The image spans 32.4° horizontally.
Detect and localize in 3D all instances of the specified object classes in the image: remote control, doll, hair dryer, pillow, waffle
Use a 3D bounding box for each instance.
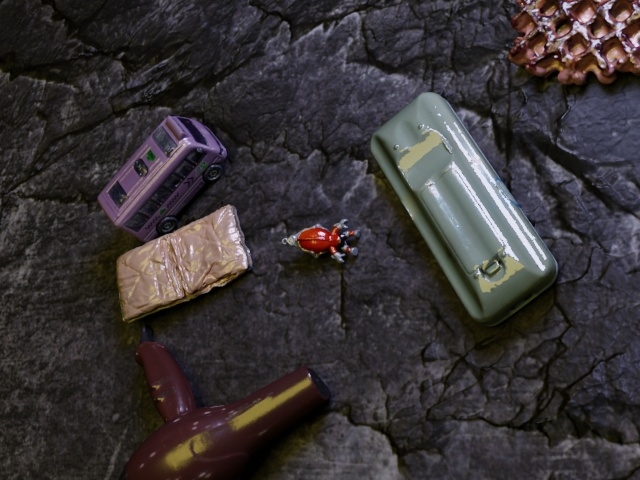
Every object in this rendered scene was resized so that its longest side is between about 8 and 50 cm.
[{"bbox_3d":[0.177,-0.049,1.441,0.128,0.065,0.335,-41,55,18],"label":"remote control"},{"bbox_3d":[0.001,0.000,1.557,0.114,0.039,0.057,1,106,21],"label":"doll"},{"bbox_3d":[-0.173,0.203,1.581,0.312,0.123,0.340,-36,45,5],"label":"hair dryer"},{"bbox_3d":[-0.215,0.037,1.680,0.232,0.043,0.126,-24,63,18],"label":"pillow"},{"bbox_3d":[0.353,-0.312,1.427,0.221,0.055,0.234,9,83,34],"label":"waffle"}]

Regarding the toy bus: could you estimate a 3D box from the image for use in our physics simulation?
[{"bbox_3d":[-0.247,-0.100,1.713,0.199,0.108,0.096,-47,54,11],"label":"toy bus"}]
